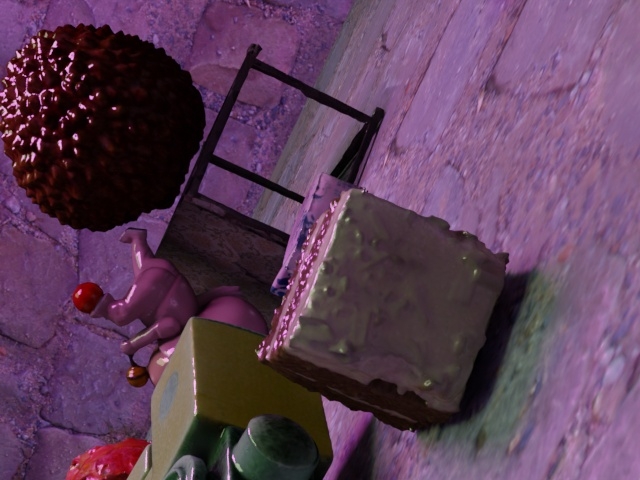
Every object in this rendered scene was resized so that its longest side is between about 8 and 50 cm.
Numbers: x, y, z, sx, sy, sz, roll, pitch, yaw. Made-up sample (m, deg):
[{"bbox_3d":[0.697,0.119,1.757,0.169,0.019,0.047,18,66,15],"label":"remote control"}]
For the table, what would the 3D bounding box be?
[{"bbox_3d":[-0.094,-0.065,1.758,0.272,0.222,0.335,-68,9,-26],"label":"table"}]

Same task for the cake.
[{"bbox_3d":[0.042,0.046,0.793,0.147,0.135,0.134,121,171,-69],"label":"cake"}]

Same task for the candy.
[{"bbox_3d":[0.000,0.000,1.472,0.092,0.073,0.160,119,172,-60],"label":"candy"}]

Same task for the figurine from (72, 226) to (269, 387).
[{"bbox_3d":[-0.201,0.121,1.634,0.186,0.287,0.176,-49,11,10],"label":"figurine"}]

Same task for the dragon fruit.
[{"bbox_3d":[-0.275,0.379,1.675,0.268,0.205,0.210,-93,21,-69],"label":"dragon fruit"}]

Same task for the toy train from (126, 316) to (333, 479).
[{"bbox_3d":[-0.111,0.264,0.954,0.397,0.160,0.253,-62,21,24],"label":"toy train"}]

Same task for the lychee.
[{"bbox_3d":[-0.315,-0.160,1.692,0.306,0.330,0.306,-31,29,19],"label":"lychee"}]
